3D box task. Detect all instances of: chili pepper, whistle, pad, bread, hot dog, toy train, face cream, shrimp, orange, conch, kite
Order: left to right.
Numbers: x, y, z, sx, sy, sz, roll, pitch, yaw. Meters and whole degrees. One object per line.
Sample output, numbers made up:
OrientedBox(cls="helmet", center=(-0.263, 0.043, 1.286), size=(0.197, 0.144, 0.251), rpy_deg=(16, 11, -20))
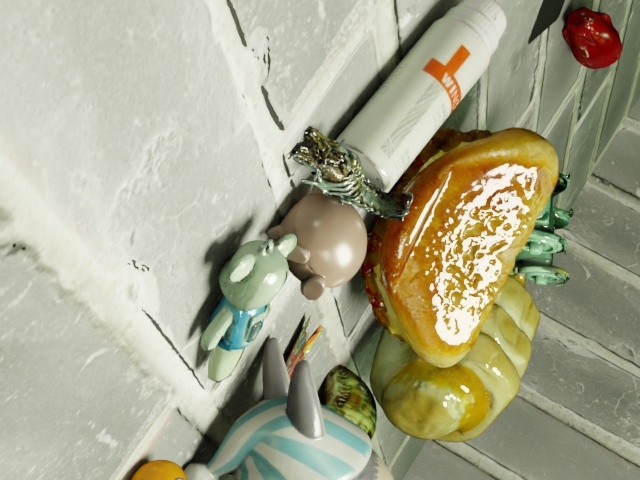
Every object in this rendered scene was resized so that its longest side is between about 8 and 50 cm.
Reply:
OrientedBox(cls="orange", center=(-0.204, 0.318, 1.419), size=(0.083, 0.083, 0.083), rpy_deg=(-51, 160, -26))
OrientedBox(cls="whistle", center=(-0.098, 0.083, 1.365), size=(0.114, 0.077, 0.236), rpy_deg=(-28, 151, -44))
OrientedBox(cls="kite", center=(-0.046, 0.207, 1.796), size=(0.183, 0.014, 0.241), rpy_deg=(-53, 161, -31))
OrientedBox(cls="conch", center=(0.034, 0.341, 2.046), size=(0.181, 0.124, 0.187), rpy_deg=(-66, 170, 28))
OrientedBox(cls="shrimp", center=(0.030, -0.070, 1.392), size=(0.076, 0.174, 0.082), rpy_deg=(-24, -142, 52))
OrientedBox(cls="face cream", center=(0.143, -0.208, 1.519), size=(0.345, 0.102, 0.102), rpy_deg=(-51, 160, -24))
OrientedBox(cls="hot dog", center=(0.196, -0.012, 1.782), size=(0.405, 0.223, 0.185), rpy_deg=(-65, -167, 9))
OrientedBox(cls="bread", center=(0.249, 0.224, 2.026), size=(0.300, 0.210, 0.341), rpy_deg=(-26, -153, 32))
OrientedBox(cls="toy train", center=(0.334, -0.027, 2.067), size=(0.397, 0.253, 0.160), rpy_deg=(53, 43, -70))
OrientedBox(cls="pad", center=(0.438, -0.442, 2.128), size=(0.157, 0.003, 0.112), rpy_deg=(-42, 154, -46))
OrientedBox(cls="chili pepper", center=(0.569, -0.425, 2.349), size=(0.110, 0.110, 0.387), rpy_deg=(-62, 161, 7))

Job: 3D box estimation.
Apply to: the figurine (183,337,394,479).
OrientedBox(cls="figurine", center=(-0.071, 0.332, 1.651), size=(0.266, 0.361, 0.378), rpy_deg=(12, 73, -75))

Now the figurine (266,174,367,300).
OrientedBox(cls="figurine", center=(0.000, 0.000, 1.436), size=(0.138, 0.125, 0.125), rpy_deg=(-62, 169, -46))
